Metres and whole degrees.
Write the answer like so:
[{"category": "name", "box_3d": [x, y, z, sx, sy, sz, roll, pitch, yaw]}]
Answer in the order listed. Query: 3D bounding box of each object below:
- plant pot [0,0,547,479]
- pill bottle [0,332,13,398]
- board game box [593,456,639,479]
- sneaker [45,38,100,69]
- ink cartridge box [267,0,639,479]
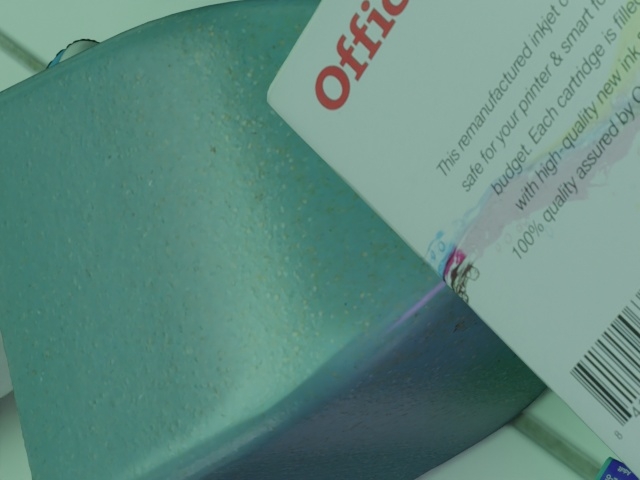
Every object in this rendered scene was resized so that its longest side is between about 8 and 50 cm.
[{"category": "plant pot", "box_3d": [0.000, 0.000, 0.860, 0.252, 0.247, 0.247, -29, 69, 35]}, {"category": "pill bottle", "box_3d": [-0.398, 0.089, 1.333, 0.392, 0.224, 0.224, -33, 67, 45]}, {"category": "board game box", "box_3d": [0.219, 0.175, 0.663, 0.210, 0.160, 0.047, 21, 73, 48]}, {"category": "sneaker", "box_3d": [-0.123, -0.040, 1.019, 0.083, 0.071, 0.190, -21, 74, 43]}, {"category": "ink cartridge box", "box_3d": [0.162, -0.055, 0.639, 0.270, 0.197, 0.198, 46, 126, 17]}]
